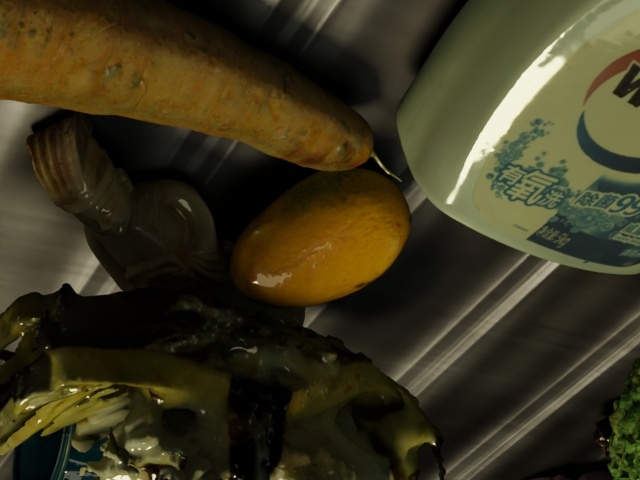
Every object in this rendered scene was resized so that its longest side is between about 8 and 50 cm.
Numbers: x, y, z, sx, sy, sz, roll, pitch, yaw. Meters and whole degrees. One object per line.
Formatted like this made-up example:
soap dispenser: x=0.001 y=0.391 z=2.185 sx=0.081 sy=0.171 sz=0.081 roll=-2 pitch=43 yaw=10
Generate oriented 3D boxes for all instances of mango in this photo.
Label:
mango: x=0.000 y=0.000 z=0.688 sx=0.114 sy=0.057 sz=0.079 roll=-23 pitch=131 yaw=-24

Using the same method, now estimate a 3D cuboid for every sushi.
sushi: x=-0.065 y=0.107 z=0.680 sx=0.291 sy=0.131 sz=0.139 roll=16 pitch=143 yaw=-43

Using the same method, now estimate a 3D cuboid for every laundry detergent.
laundry detergent: x=0.191 y=-0.105 z=0.587 sx=0.215 sy=0.105 sz=0.280 roll=18 pitch=132 yaw=-33

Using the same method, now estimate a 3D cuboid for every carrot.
carrot: x=-0.069 y=-0.078 z=0.579 sx=0.298 sy=0.078 sz=0.078 roll=16 pitch=134 yaw=-37

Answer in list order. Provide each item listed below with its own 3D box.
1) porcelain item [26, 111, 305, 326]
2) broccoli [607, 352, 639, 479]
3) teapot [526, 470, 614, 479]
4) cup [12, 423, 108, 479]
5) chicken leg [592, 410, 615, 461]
porcelain item: x=-0.088 y=0.006 z=0.690 sx=0.084 sy=0.054 sz=0.213 roll=-25 pitch=140 yaw=15
broccoli: x=0.338 y=0.108 z=0.740 sx=0.321 sy=0.310 sz=0.413 roll=1 pitch=122 yaw=1
teapot: x=0.231 y=0.268 z=1.098 sx=0.116 sy=0.148 sz=0.146 roll=-27 pitch=147 yaw=-47
cup: x=-0.132 y=0.152 z=0.816 sx=0.138 sy=0.113 sz=0.150 roll=16 pitch=133 yaw=-29
chicken leg: x=0.348 y=0.140 z=0.991 sx=0.253 sy=0.051 sz=0.106 roll=-5 pitch=148 yaw=-11
